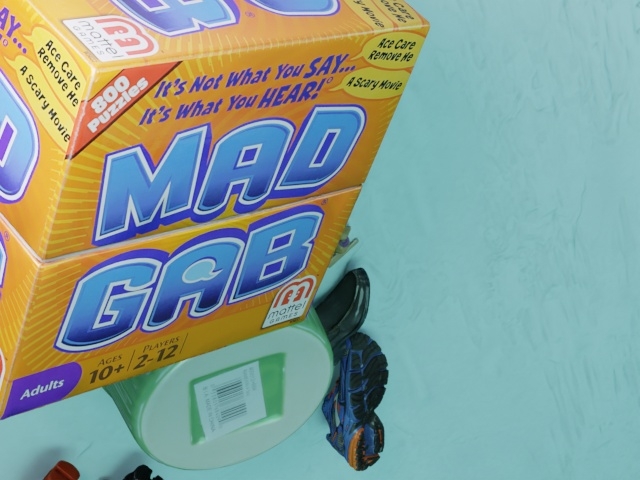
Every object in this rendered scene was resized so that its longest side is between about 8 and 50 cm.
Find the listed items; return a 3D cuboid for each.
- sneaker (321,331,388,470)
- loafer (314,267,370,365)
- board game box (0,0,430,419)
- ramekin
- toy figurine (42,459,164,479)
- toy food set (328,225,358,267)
[{"bbox_3d":[0.039,0.229,2.026,0.083,0.087,0.221,-24,127,-43],"label":"sneaker"},{"bbox_3d":[0.017,0.106,1.908,0.061,0.062,0.170,5,126,-28],"label":"loafer"},{"bbox_3d":[-0.194,-0.125,1.263,0.356,0.356,0.356,-16,140,-42],"label":"board game box"},{"bbox_3d":[-0.131,0.154,1.795,0.303,0.148,0.303,-17,137,-16],"label":"ramekin"},{"bbox_3d":[-0.305,0.416,1.905,0.209,0.213,0.148,7,135,-39],"label":"toy figurine"},{"bbox_3d":[0.000,0.000,1.822,0.078,0.019,0.122,-43,138,12],"label":"toy food set"}]
